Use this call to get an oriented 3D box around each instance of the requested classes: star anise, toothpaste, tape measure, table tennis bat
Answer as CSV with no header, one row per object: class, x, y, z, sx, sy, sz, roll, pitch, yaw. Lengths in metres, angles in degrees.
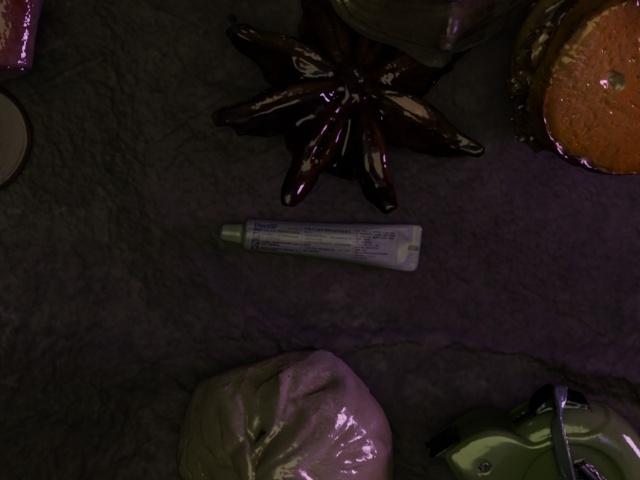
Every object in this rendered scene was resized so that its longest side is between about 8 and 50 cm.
star anise,0.026,-0.132,1.144,0.272,0.102,0.271,3,70,-9
toothpaste,0.000,0.000,1.184,0.197,0.029,0.048,5,99,-2
tape measure,0.229,0.232,1.164,0.175,0.106,0.200,-35,96,8
table tennis bat,-0.350,-0.070,1.137,0.108,0.119,0.169,24,94,-1

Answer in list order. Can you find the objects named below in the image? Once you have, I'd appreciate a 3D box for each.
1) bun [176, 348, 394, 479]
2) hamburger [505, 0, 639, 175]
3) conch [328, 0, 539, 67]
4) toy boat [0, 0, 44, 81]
bun,-0.035,0.221,1.157,0.231,0.133,0.231,0,98,1
hamburger,0.256,-0.150,1.102,0.191,0.118,0.182,-43,116,8
conch,0.097,-0.315,1.056,0.352,0.210,0.297,-31,96,4
toy boat,-0.362,-0.282,1.141,0.206,0.096,0.282,-6,87,16
